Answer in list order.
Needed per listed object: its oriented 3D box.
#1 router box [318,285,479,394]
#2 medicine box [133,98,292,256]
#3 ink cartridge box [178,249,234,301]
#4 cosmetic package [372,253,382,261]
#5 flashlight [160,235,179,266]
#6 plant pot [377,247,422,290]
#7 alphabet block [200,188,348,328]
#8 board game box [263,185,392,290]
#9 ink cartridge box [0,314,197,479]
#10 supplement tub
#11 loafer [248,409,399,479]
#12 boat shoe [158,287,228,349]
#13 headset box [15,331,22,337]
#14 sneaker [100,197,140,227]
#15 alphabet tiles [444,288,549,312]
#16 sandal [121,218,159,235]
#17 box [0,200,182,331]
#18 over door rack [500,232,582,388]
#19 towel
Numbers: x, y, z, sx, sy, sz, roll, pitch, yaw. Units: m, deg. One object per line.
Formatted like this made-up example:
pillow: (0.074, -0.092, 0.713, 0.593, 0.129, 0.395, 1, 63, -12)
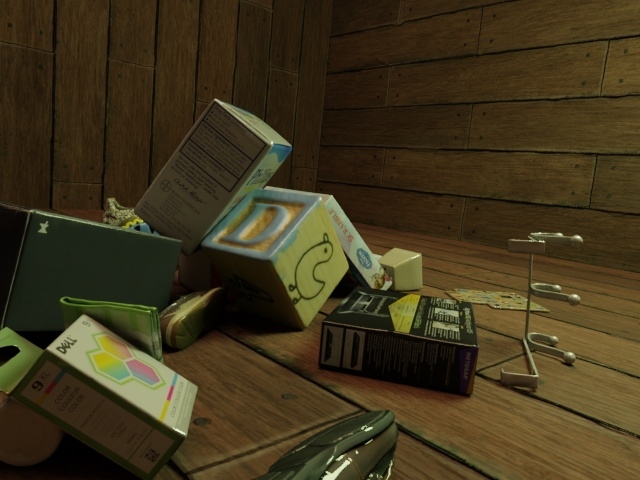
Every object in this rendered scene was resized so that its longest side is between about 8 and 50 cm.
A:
router box: (0.152, 0.163, 0.923, 0.242, 0.081, 0.309, 7, 7, 15)
medicine box: (-0.219, -0.139, 1.111, 0.149, 0.289, 0.263, 40, 10, -2)
ink cartridge box: (-0.176, 0.061, 1.285, 0.306, 0.131, 0.226, 1, 8, -33)
cosmetic package: (0.074, 0.069, 1.605, 0.117, 0.086, 0.231, 1, 7, -34)
flashlight: (-0.534, 0.027, 1.420, 0.304, 0.103, 0.103, 2, 11, -37)
plant pot: (0.221, 0.092, 1.478, 0.096, 0.109, 0.109, -15, 18, -36)
alphabet block: (-0.087, 0.032, 1.041, 0.193, 0.197, 0.192, 12, 50, 37)
board game box: (0.000, 0.000, 1.381, 0.318, 0.066, 0.319, 15, -33, 54)
ink cartridge box: (-0.231, 0.139, 0.514, 0.209, 0.062, 0.109, 37, 2, -11)
supplement tub: (-0.290, 0.177, 0.533, 0.071, 0.071, 0.107, 4, 7, -8)
loafer: (0.000, 0.223, 0.443, 0.096, 0.084, 0.267, -26, -13, 28)
boat shoe: (-0.234, 0.128, 0.920, 0.073, 0.080, 0.223, 12, 13, 9)
headset box: (-0.517, 0.140, 0.801, 0.083, 0.032, 0.062, 10, 8, 37)
sneaker: (-0.584, -0.067, 1.786, 0.410, 0.182, 0.158, 5, 7, -6)
alphabet tiles: (0.483, 0.166, 1.436, 0.237, 0.009, 0.198, 4, 8, -6)
sandal: (-0.503, -0.004, 1.633, 0.317, 0.138, 0.126, -15, -26, -31)
box: (-0.459, 0.041, 0.872, 0.294, 0.183, 0.296, 9, -4, 31)
over door rack: (0.407, 0.111, 0.921, 0.108, 0.240, 0.324, 3, 5, 29)
towel: (-0.239, 0.137, 0.593, 0.113, 0.152, 0.023, 5, 30, 2)
